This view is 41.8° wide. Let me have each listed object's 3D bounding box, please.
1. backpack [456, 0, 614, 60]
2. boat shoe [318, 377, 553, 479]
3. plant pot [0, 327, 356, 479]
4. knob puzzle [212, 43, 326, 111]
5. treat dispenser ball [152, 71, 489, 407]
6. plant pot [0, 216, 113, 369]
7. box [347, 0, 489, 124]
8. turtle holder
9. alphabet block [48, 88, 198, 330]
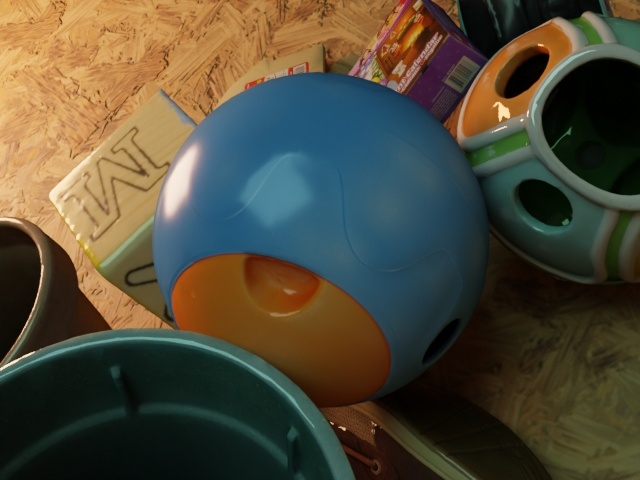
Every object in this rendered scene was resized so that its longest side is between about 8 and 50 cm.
[{"bbox_3d":[0.240,-0.246,0.939,0.166,0.188,0.144,-15,10,24],"label":"backpack"},{"bbox_3d":[0.070,0.202,0.809,0.342,0.123,0.123,27,107,38],"label":"boat shoe"},{"bbox_3d":[-0.131,0.300,0.655,0.341,0.334,0.341,-2,51,3],"label":"plant pot"},{"bbox_3d":[-0.077,-0.177,1.183,0.213,0.030,0.213,-15,55,22],"label":"knob puzzle"},{"bbox_3d":[0.000,0.000,0.729,0.288,0.288,0.288,-15,54,22],"label":"treat dispenser ball"},{"bbox_3d":[-0.355,0.136,1.009,0.263,0.229,0.263,-15,55,22],"label":"plant pot"},{"bbox_3d":[0.053,-0.125,0.940,0.293,0.057,0.201,-54,22,21],"label":"box"},{"bbox_3d":[0.264,-0.054,0.749,0.243,0.227,0.320,-26,83,8],"label":"turtle holder"},{"bbox_3d":[-0.183,-0.032,1.047,0.197,0.192,0.193,-43,47,-3],"label":"alphabet block"}]
